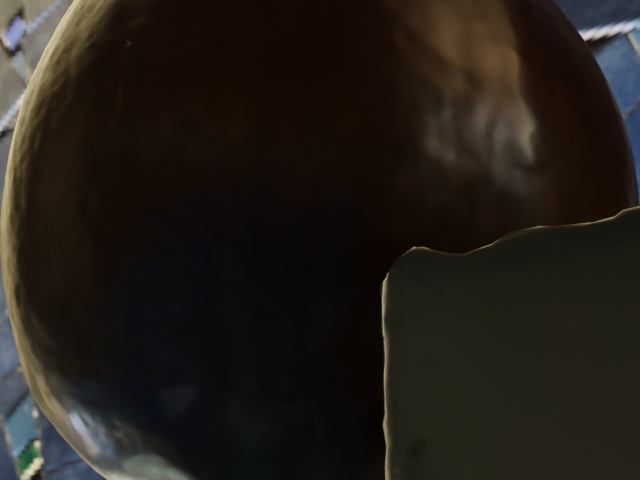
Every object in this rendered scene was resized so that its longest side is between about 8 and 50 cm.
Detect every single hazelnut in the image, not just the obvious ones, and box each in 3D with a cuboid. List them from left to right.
[{"bbox_3d":[0.001,-0.008,0.778,0.365,0.366,0.366,-14,148,-9],"label":"hazelnut"}]

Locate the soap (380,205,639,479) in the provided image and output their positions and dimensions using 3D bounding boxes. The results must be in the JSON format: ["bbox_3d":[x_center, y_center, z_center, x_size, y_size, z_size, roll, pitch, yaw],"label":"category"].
[{"bbox_3d":[0.160,0.190,0.477,0.212,0.350,0.435,-7,143,9],"label":"soap"}]
